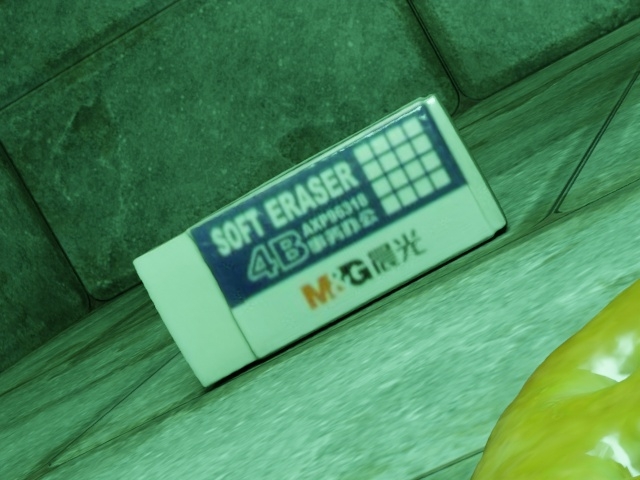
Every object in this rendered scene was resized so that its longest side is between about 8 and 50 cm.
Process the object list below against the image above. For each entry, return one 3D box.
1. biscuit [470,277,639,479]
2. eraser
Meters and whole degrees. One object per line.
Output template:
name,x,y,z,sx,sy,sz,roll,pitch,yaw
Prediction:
biscuit,0.134,0.038,0.364,0.220,0.066,0.220,-31,7,4
eraser,0.000,0.000,1.221,0.279,0.124,0.081,-29,4,8
